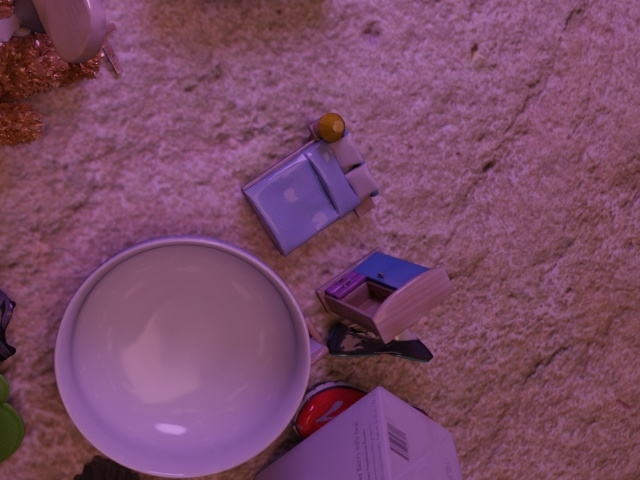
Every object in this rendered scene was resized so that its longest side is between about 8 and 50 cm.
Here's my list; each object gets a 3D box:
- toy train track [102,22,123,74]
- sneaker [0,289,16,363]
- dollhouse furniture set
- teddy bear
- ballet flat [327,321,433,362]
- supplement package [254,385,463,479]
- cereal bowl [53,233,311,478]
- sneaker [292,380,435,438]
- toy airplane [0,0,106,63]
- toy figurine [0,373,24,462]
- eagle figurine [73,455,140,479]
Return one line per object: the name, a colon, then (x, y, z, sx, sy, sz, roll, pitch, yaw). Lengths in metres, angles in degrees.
toy train track: (-0.298, -0.270, 0.990, 0.048, 0.014, 0.083, -35, 116, -24)
sneaker: (-0.450, 0.078, 0.950, 0.078, 0.067, 0.188, -18, 105, -41)
dollhouse furniture set: (0.000, 0.000, 1.066, 0.286, 0.198, 0.303, -35, 110, -17)
teddy bear: (-0.436, -0.218, 0.880, 0.338, 0.113, 0.245, -18, 102, -22)
ballet flat: (0.108, 0.167, 1.213, 0.203, 0.074, 0.074, 8, 94, -23)
supplement package: (0.052, 0.396, 1.088, 0.175, 0.177, 0.293, 36, 117, -25)
cereal bowl: (-0.189, 0.152, 1.013, 0.339, 0.141, 0.339, -1, 98, -10)
sneaker: (0.091, 0.306, 1.196, 0.279, 0.118, 0.107, 11, 91, -26)
toy airplane: (-0.357, -0.423, 0.779, 0.384, 0.272, 0.386, 19, 92, 7)
toy figurine: (-0.438, 0.277, 0.898, 0.130, 0.159, 0.173, 10, 112, -26)
eagle figurine: (-0.345, 0.491, 0.988, 0.225, 0.226, 0.298, 1, 103, -5)
